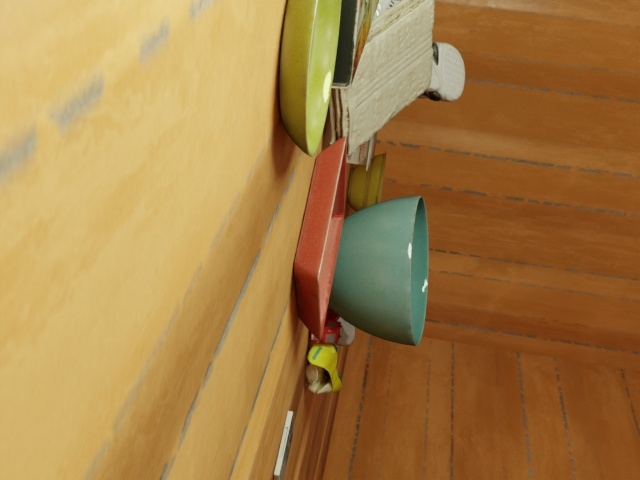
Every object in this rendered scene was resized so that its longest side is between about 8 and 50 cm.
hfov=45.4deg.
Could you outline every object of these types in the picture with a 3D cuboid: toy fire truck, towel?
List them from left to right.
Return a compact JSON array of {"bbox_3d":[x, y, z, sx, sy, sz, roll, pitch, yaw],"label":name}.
[{"bbox_3d":[0.056,0.148,1.612,0.192,0.135,0.047,-75,172,-52],"label":"toy fire truck"},{"bbox_3d":[0.104,-0.283,1.291,0.282,0.049,0.187,-42,144,-34],"label":"towel"}]

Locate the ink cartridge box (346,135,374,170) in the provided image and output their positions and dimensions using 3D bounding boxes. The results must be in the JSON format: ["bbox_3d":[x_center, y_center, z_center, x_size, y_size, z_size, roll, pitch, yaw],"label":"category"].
[{"bbox_3d":[0.091,-0.247,1.731,0.198,0.067,0.115,-76,172,-60],"label":"ink cartridge box"}]

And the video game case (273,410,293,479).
[{"bbox_3d":[-0.065,0.376,1.354,0.087,0.011,0.122,92,9,-49],"label":"video game case"}]

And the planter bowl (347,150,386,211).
[{"bbox_3d":[0.125,-0.146,2.136,0.217,0.090,0.217,8,90,-84],"label":"planter bowl"}]

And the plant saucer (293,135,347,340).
[{"bbox_3d":[0.000,0.000,1.258,0.258,0.047,0.259,89,12,-62],"label":"plant saucer"}]

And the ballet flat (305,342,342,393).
[{"bbox_3d":[-0.001,0.287,1.655,0.077,0.077,0.231,-54,159,-28],"label":"ballet flat"}]

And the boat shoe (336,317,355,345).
[{"bbox_3d":[0.050,0.162,1.985,0.070,0.077,0.220,-6,-104,60],"label":"boat shoe"}]

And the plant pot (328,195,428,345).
[{"bbox_3d":[0.101,0.055,1.506,0.290,0.195,0.290,2,90,-76],"label":"plant pot"}]

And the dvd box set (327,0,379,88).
[{"bbox_3d":[0.057,-0.439,1.085,0.420,0.062,0.308,-74,171,-55],"label":"dvd box set"}]

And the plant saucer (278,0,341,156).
[{"bbox_3d":[-0.011,-0.214,0.846,0.241,0.037,0.241,8,90,-84],"label":"plant saucer"}]

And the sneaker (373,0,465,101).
[{"bbox_3d":[0.116,-0.359,1.506,0.365,0.210,0.138,15,81,-50],"label":"sneaker"}]
